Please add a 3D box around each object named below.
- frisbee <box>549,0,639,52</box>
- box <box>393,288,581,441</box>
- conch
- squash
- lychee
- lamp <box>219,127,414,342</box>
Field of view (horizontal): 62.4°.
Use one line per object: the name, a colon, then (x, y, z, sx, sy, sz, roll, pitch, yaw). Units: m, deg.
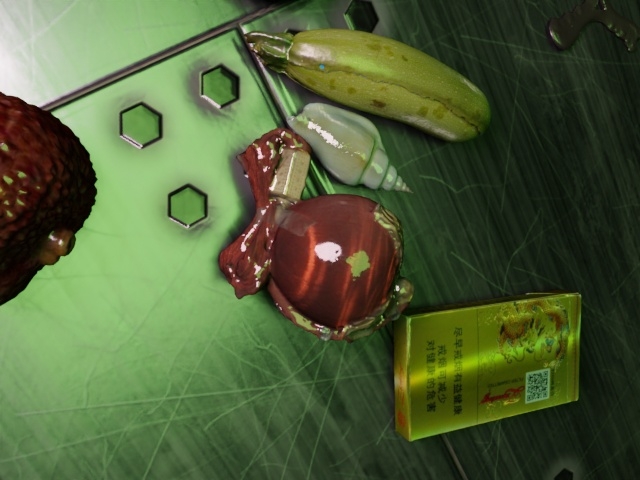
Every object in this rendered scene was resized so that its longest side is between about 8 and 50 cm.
frisbee: (0.446, -0.362, 0.822, 0.187, 0.012, 0.211, 22, 84, -24)
box: (0.248, 0.172, 0.764, 0.311, 0.043, 0.173, -4, 96, -23)
conch: (0.044, -0.112, 0.638, 0.180, 0.065, 0.088, 34, 82, -14)
squash: (0.076, -0.194, 0.632, 0.340, 0.094, 0.095, 13, 89, -23)
lychee: (-0.285, -0.041, 0.437, 0.194, 0.194, 0.195, -2, 95, -24)
lamp: (0.006, 0.000, 0.585, 0.223, 0.151, 0.215, 18, 83, -22)
